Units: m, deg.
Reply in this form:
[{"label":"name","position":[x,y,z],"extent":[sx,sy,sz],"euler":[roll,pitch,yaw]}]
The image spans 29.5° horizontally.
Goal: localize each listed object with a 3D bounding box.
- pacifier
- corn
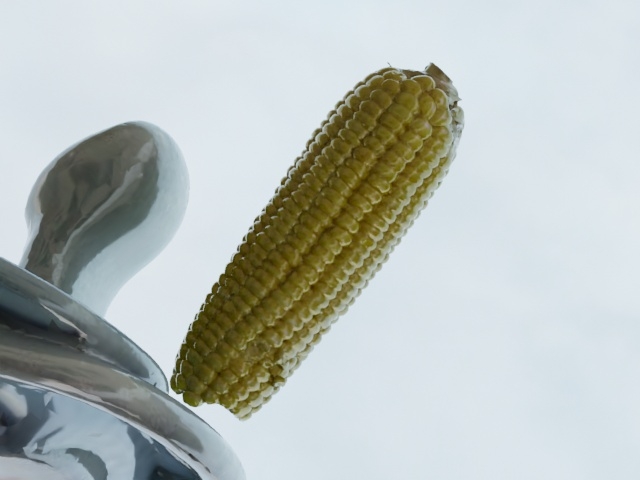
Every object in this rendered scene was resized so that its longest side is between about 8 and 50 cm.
[{"label":"pacifier","position":[-0.120,0.036,0.617],"extent":[0.227,0.279,0.207],"euler":[14,-118,17]},{"label":"corn","position":[0.000,0.000,0.600],"extent":[0.067,0.067,0.206],"euler":[36,-87,23]}]
